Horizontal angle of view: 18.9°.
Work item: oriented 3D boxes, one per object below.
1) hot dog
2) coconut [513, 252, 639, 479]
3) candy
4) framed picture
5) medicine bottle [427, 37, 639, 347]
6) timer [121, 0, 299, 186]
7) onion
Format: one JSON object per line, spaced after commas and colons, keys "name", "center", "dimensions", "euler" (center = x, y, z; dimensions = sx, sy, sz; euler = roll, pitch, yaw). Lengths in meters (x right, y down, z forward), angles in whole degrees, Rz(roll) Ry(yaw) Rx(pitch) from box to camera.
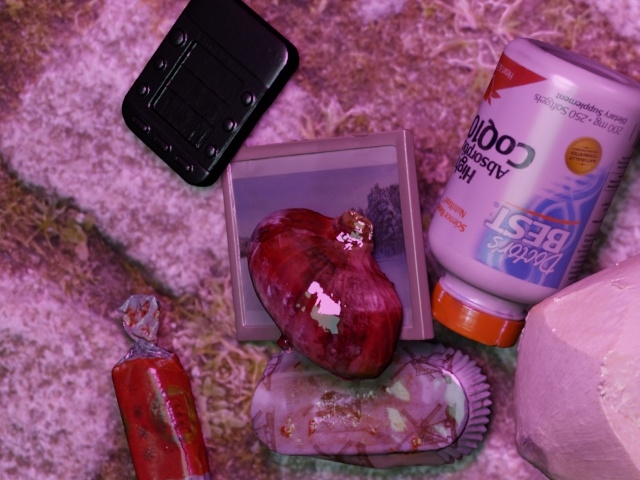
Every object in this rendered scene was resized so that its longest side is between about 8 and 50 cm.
{"name": "hot dog", "center": [0.050, 0.168, 2.024], "dimensions": [0.268, 0.075, 0.144], "euler": [1, 90, 26]}
{"name": "coconut", "center": [0.297, 0.140, 1.808], "dimensions": [0.247, 0.245, 0.245], "euler": [-23, 84, -16]}
{"name": "candy", "center": [-0.176, 0.203, 2.130], "dimensions": [0.086, 0.059, 0.292], "euler": [-16, 87, 25]}
{"name": "framed picture", "center": [0.000, 0.000, 1.997], "dimensions": [0.289, 0.016, 0.213], "euler": [-3, 94, 48]}
{"name": "medicine bottle", "center": [0.203, -0.042, 1.894], "dimensions": [0.157, 0.157, 0.289], "euler": [27, 104, 19]}
{"name": "timer", "center": [-0.119, -0.167, 2.076], "dimensions": [0.144, 0.055, 0.187], "euler": [42, 105, 23]}
{"name": "onion", "center": [-0.007, 0.045, 1.927], "dimensions": [0.206, 0.098, 0.151], "euler": [46, 128, 34]}
